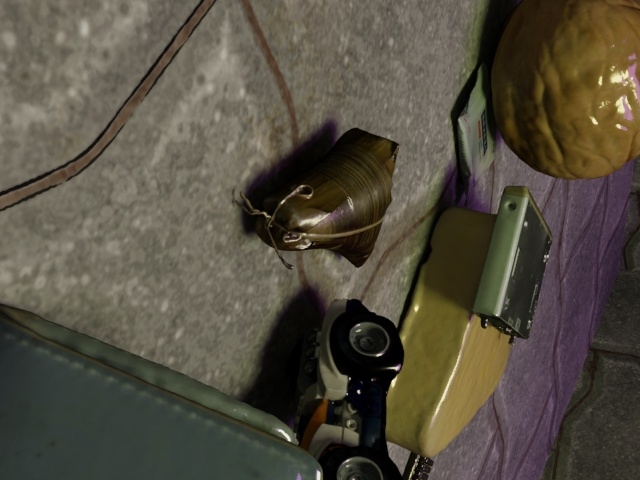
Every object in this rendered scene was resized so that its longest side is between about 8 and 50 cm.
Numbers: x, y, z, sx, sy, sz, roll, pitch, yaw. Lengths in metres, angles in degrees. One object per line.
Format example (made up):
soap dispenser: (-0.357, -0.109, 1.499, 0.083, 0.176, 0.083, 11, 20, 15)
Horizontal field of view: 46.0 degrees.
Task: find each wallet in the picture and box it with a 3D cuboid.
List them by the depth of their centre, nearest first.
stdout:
wallet: (-0.159, 0.244, 0.436, 0.083, 0.252, 0.360, 147, -34, -76)

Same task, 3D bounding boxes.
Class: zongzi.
zongzi: (0.000, 0.000, 0.765, 0.187, 0.084, 0.184, -36, 145, -40)

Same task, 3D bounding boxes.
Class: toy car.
toy car: (0.014, 0.204, 0.778, 0.193, 0.118, 0.301, 101, -6, -49)

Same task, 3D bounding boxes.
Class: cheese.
cheese: (0.200, 0.177, 1.186, 0.384, 0.104, 0.383, -37, 135, -49)

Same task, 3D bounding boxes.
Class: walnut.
walnut: (0.389, -0.248, 1.144, 0.313, 0.252, 0.277, 64, 28, -27)

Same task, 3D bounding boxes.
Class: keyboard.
keyboard: (0.127, 0.522, 1.313, 0.317, 0.027, 0.106, -67, 152, -14)

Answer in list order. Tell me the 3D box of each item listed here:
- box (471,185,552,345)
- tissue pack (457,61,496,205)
box: (0.299, 0.049, 1.147, 0.270, 0.045, 0.210, 34, 71, -62)
tissue pack: (0.242, -0.162, 1.171, 0.122, 0.026, 0.193, -56, 148, -32)
